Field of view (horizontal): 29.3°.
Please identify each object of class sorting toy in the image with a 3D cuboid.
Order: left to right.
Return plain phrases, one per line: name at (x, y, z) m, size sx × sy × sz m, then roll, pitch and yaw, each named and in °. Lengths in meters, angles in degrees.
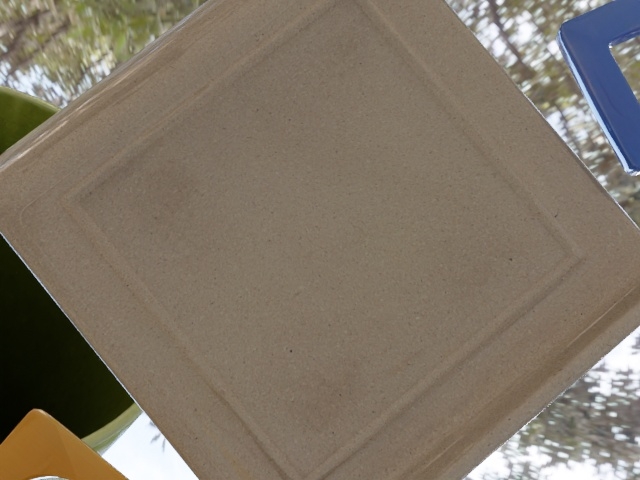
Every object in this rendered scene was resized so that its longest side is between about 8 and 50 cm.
sorting toy at (0.000, 0.000, 0.452) m, size 0.348 × 0.047 × 0.196 m, roll -39°, pitch -98°, yaw -10°

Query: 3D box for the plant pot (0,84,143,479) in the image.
plant pot at (-0.254, 0.093, 0.793) m, size 0.275 × 0.293 × 0.274 m, roll 14°, pitch -131°, yaw -16°
